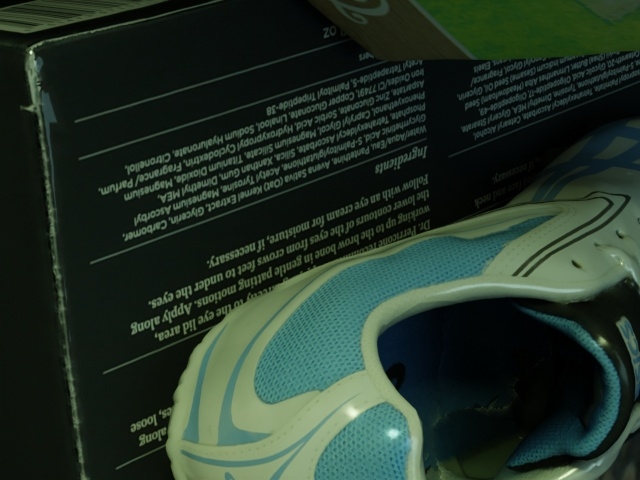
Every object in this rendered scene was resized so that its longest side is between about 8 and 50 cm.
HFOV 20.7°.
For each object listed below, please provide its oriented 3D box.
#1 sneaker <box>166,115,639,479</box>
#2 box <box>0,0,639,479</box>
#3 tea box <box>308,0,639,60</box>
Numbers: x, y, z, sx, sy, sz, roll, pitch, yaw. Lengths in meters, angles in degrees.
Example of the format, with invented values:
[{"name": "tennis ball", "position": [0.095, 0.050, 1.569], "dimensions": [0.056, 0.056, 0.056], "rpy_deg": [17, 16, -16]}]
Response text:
[{"name": "sneaker", "position": [0.067, 0.024, 0.461], "dimensions": [0.237, 0.086, 0.085], "rpy_deg": [-24, 116, -42]}, {"name": "box", "position": [0.000, 0.000, 0.518], "dimensions": [0.261, 0.103, 0.184], "rpy_deg": [-22, 113, -42]}, {"name": "tea box", "position": [0.066, -0.204, 0.262], "dimensions": [0.329, 0.323, 0.220], "rpy_deg": [38, 67, -39]}]
